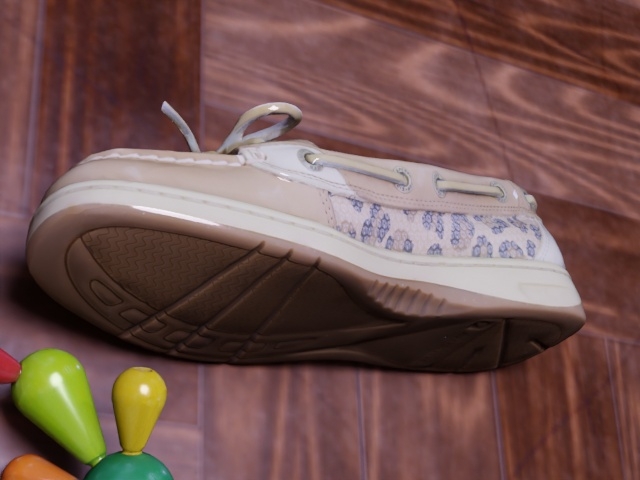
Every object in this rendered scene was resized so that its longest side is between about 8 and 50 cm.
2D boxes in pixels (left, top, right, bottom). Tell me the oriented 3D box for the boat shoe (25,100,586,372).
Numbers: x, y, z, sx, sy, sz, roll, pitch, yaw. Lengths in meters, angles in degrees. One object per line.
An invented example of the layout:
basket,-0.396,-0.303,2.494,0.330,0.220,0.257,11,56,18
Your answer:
boat shoe,0.000,0.000,0.545,0.285,0.105,0.089,13,56,-40

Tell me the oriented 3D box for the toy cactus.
toy cactus,-0.056,0.129,0.429,0.181,0.112,0.219,22,27,-42
